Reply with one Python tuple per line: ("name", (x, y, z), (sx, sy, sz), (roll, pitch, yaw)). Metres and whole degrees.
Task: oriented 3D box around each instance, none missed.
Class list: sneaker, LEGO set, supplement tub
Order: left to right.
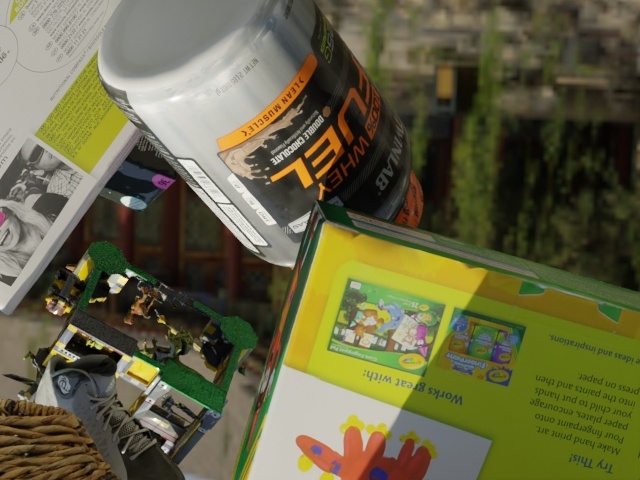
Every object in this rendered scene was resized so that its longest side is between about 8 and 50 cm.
("sneaker", (-0.249, 0.214, 1.756), (0.229, 0.132, 0.086), (30, -149, 14))
("LEGO set", (-0.268, 0.179, 2.065), (0.331, 0.192, 0.255), (26, -144, -19))
("supplement tub", (-0.045, -0.114, 1.435), (0.207, 0.207, 0.338), (6, 149, 41))

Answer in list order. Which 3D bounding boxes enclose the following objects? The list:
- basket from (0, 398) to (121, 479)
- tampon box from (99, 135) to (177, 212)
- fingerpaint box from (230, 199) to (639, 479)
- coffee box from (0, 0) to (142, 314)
("basket", (-0.343, 0.303, 1.589), (0.214, 0.299, 0.223), (-19, -131, -36))
("tampon box", (-0.260, -0.125, 1.817), (0.161, 0.101, 0.120), (24, 152, -19))
("fingerpaint box", (0.156, 0.204, 1.334), (0.445, 0.371, 0.163), (15, -172, -6))
("coffee box", (-0.399, -0.193, 1.479), (0.338, 0.338, 0.334), (31, 170, 26))
